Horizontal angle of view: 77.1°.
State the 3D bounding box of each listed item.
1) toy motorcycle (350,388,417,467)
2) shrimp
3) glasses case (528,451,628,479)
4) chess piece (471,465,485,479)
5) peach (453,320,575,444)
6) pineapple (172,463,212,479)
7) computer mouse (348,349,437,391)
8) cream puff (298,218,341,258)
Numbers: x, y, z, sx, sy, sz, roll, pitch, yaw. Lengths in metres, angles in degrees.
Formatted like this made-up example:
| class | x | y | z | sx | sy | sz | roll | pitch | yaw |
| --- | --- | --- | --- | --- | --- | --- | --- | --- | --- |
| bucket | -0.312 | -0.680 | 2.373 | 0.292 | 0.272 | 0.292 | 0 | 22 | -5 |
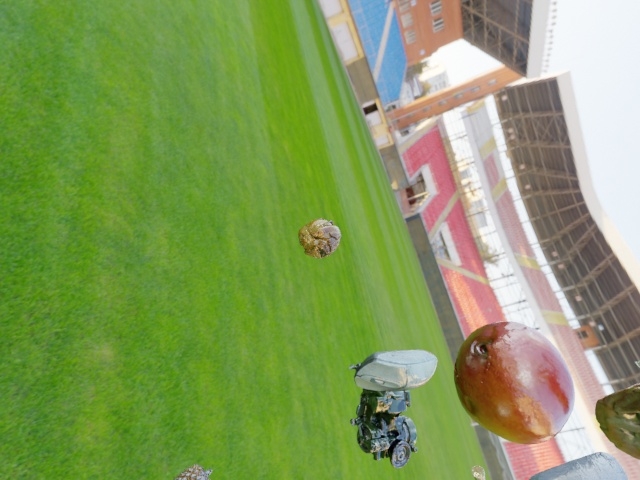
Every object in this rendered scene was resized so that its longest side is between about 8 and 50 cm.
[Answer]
| class | x | y | z | sx | sy | sz | roll | pitch | yaw |
| --- | --- | --- | --- | --- | --- | --- | --- | --- | --- |
| toy motorcycle | 0.194 | 0.493 | 1.143 | 0.205 | 0.127 | 0.275 | 9 | 82 | -33 |
| shrimp | 0.637 | 0.338 | 0.798 | 0.077 | 0.168 | 0.317 | -47 | 118 | -42 |
| glasses case | 0.761 | 0.721 | 1.196 | 0.109 | 0.282 | 0.067 | -111 | 177 | -51 |
| chess piece | 0.460 | 0.687 | 1.163 | 0.035 | 0.035 | 0.092 | -93 | 163 | -50 |
| peach | 0.446 | 0.333 | 0.957 | 0.238 | 0.281 | 0.281 | -62 | 131 | -64 |
| pineapple | -0.381 | 0.681 | 1.054 | 0.221 | 0.083 | 0.103 | -26 | 94 | -37 |
| computer mouse | 0.172 | 0.299 | 0.900 | 0.068 | 0.229 | 0.113 | -113 | -147 | -45 |
| cream puff | 0.000 | 0.000 | 1.182 | 0.104 | 0.119 | 0.133 | 48 | -27 | 36 |
